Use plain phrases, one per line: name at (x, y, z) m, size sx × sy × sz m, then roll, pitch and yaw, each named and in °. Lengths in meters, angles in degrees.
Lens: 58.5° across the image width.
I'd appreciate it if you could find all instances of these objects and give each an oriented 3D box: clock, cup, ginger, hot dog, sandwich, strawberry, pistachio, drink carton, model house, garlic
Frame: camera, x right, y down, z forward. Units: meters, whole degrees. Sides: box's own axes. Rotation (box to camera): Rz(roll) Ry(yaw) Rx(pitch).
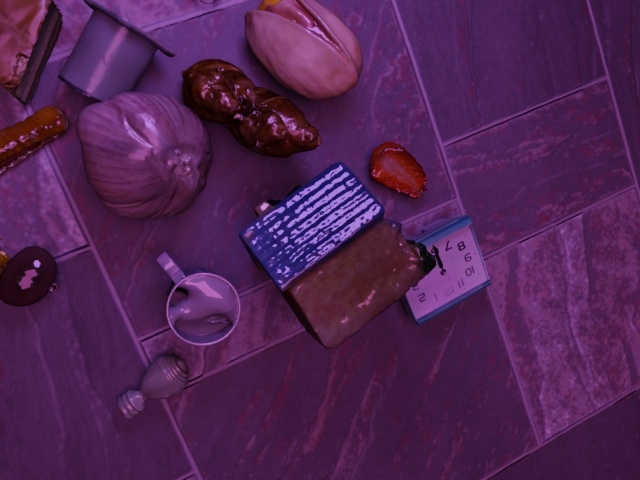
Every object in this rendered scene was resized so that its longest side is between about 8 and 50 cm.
clock at (0.327, 0.075, 1.625) m, size 0.262 × 0.116 × 0.231 m, roll -27°, pitch 107°, yaw -12°
cup at (-0.295, 0.123, 1.382) m, size 0.167 × 0.202 × 0.221 m, roll -10°, pitch 97°, yaw -16°
ginger at (-0.166, -0.308, 1.351) m, size 0.358 × 0.274 × 0.152 m, roll 30°, pitch 90°, yaw -18°
hot dog at (-0.711, -0.214, 1.298) m, size 0.289 × 0.068 × 0.083 m, roll -35°, pitch 96°, yaw -11°
sandwich at (-0.703, -0.442, 1.237) m, size 0.198 × 0.155 × 0.227 m, roll 20°, pitch 88°, yaw -16°
strawberry at (0.211, -0.193, 1.585) m, size 0.188 × 0.082 × 0.121 m, roll 39°, pitch 103°, yaw -26°
pistachio at (-0.033, -0.478, 1.403) m, size 0.309 × 0.230 × 0.230 m, roll 42°, pitch 82°, yaw -7°
drink carton at (-0.476, -0.413, 1.300) m, size 0.191 × 0.185 × 0.189 m, roll 33°, pitch 100°, yaw 23°
model house at (0.000, 0.000, 1.371) m, size 0.335 × 0.382 × 0.342 m, roll -37°, pitch 106°, yaw -12°
garlic at (-0.383, -0.184, 1.282) m, size 0.317 × 0.259 × 0.317 m, roll -40°, pitch 140°, yaw -45°

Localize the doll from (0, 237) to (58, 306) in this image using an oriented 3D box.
doll at (-0.695, 0.064, 1.316) m, size 0.145 × 0.096 × 0.188 m, roll -41°, pitch 95°, yaw -16°

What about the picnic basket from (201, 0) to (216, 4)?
picnic basket at (-0.281, -0.622, 1.397) m, size 0.083 × 0.072 × 0.072 m, roll 33°, pitch 84°, yaw -18°

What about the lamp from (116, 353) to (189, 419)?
lamp at (-0.414, 0.361, 1.424) m, size 0.193 × 0.106 × 0.106 m, roll -36°, pitch 104°, yaw -2°
